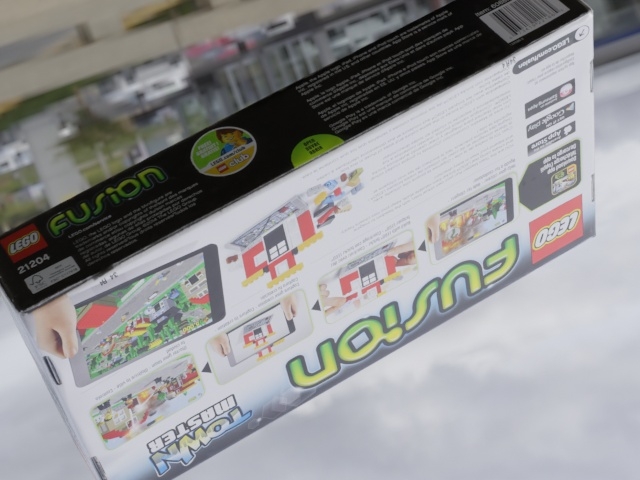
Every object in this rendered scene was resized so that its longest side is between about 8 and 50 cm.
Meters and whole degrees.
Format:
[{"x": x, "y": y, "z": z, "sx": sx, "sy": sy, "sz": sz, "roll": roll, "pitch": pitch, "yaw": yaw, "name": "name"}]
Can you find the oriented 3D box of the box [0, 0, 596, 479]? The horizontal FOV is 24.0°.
[{"x": 0.000, "y": 0.000, "z": 0.510, "sx": 0.207, "sy": 0.114, "sz": 0.036, "roll": -28, "pitch": -130, "yaw": -14, "name": "box"}]
